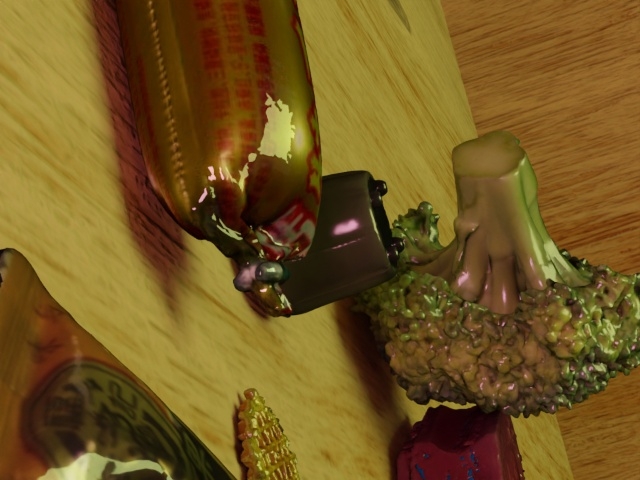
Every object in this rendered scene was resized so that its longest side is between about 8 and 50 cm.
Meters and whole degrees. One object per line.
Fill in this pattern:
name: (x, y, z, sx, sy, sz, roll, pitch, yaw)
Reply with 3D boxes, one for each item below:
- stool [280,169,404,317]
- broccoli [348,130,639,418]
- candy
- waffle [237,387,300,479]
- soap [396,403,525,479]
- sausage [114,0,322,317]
stool: (0.000, 0.000, 1.036, 0.096, 0.110, 0.096, -17, 90, -81)
broccoli: (0.158, 0.053, 1.313, 0.260, 0.288, 0.235, 57, 38, -56)
candy: (-0.068, 0.135, 0.596, 0.271, 0.101, 0.143, 60, 10, -25)
waffle: (-0.032, 0.138, 0.923, 0.085, 0.016, 0.078, 56, 21, -53)
soap: (0.132, 0.250, 1.303, 0.250, 0.099, 0.162, -38, 117, -77)
sausage: (-0.061, -0.101, 0.894, 0.125, 0.117, 0.317, 59, 16, -65)
